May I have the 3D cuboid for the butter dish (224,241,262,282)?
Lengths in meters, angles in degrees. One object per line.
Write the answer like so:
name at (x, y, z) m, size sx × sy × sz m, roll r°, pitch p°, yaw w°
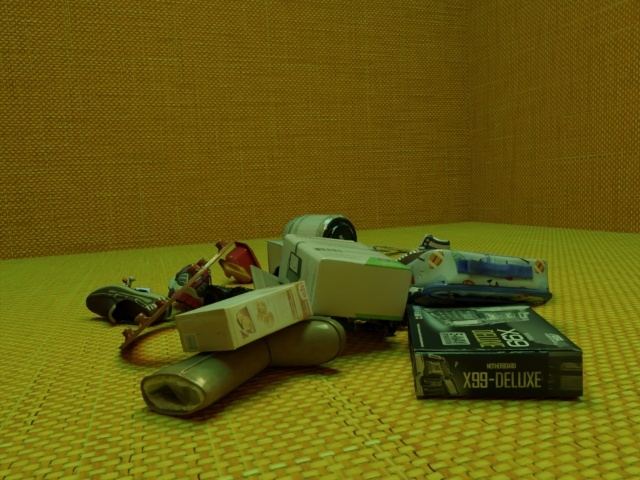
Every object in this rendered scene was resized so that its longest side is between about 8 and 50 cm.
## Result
butter dish at (-0.294, 0.096, 1.762) m, size 0.118 × 0.160 × 0.159 m, roll -31°, pitch 18°, yaw -23°

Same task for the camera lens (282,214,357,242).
camera lens at (0.000, 0.000, 2.036) m, size 0.219 × 0.220 × 0.274 m, roll -8°, pitch 8°, yaw -42°

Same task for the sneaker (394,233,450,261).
sneaker at (0.310, 0.057, 1.657) m, size 0.281 × 0.153 × 0.099 m, roll -2°, pitch 5°, yaw 8°

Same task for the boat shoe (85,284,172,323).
boat shoe at (-0.524, 0.172, 1.273) m, size 0.257 × 0.095 × 0.095 m, roll 0°, pitch 12°, yaw 19°

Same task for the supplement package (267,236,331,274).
supplement package at (-0.063, 0.072, 1.715) m, size 0.203 × 0.150 × 0.194 m, roll -5°, pitch 6°, yaw -21°

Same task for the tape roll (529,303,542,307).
tape roll at (0.479, 0.115, 1.344) m, size 0.274 × 0.090 × 0.275 m, roll -3°, pitch 5°, yaw 0°

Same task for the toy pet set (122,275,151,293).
toy pet set at (-0.495, 0.154, 1.370) m, size 0.065 × 0.122 × 0.114 m, roll -47°, pitch -5°, yaw -42°

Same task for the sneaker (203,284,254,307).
sneaker at (-0.179, 0.159, 1.207) m, size 0.130 × 0.109 × 0.286 m, roll 5°, pitch 4°, yaw -40°

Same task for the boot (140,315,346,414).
boot at (-0.112, 0.207, 0.803) m, size 0.236 × 0.089 × 0.269 m, roll -14°, pitch -1°, yaw 28°

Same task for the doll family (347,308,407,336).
doll family at (0.140, 0.172, 1.076) m, size 0.111 × 0.076 × 0.193 m, roll 5°, pitch 14°, yaw 26°

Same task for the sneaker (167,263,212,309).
sneaker at (-0.360, 0.120, 1.393) m, size 0.120 × 0.112 × 0.299 m, roll 28°, pitch -6°, yaw -17°

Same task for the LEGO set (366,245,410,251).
LEGO set at (0.288, 0.051, 2.372) m, size 0.182 × 0.060 × 0.244 m, roll 8°, pitch -2°, yaw -44°

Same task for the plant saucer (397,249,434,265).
plant saucer at (0.263, 0.108, 1.239) m, size 0.198 × 0.199 × 0.036 m, roll -3°, pitch 41°, yaw -6°

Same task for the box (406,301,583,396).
box at (0.280, 0.181, 0.859) m, size 0.242 × 0.077 × 0.307 m, roll -3°, pitch 5°, yaw 9°

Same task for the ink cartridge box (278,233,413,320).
ink cartridge box at (0.040, 0.071, 1.043) m, size 0.198 × 0.115 × 0.273 m, roll 7°, pitch 8°, yaw -19°

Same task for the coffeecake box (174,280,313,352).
coffeecake box at (-0.129, 0.130, 0.840) m, size 0.142 × 0.068 × 0.185 m, roll -15°, pitch 0°, yaw 41°

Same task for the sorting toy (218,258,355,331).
sorting toy at (-0.081, 0.132, 1.102) m, size 0.347 × 0.047 × 0.196 m, roll 27°, pitch 5°, yaw -19°

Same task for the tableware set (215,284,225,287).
tableware set at (-0.388, 0.163, 1.615) m, size 0.154 × 0.024 × 0.104 m, roll -6°, pitch 6°, yaw -21°

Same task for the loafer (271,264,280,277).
loafer at (-0.121, 0.137, 1.380) m, size 0.108 × 0.095 × 0.302 m, roll -3°, pitch 6°, yaw -2°

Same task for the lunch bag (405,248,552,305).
lunch bag at (0.330, 0.096, 1.071) m, size 0.303 × 0.115 × 0.243 m, roll 4°, pitch -16°, yaw -12°

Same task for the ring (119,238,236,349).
ring at (-0.319, 0.108, 1.077) m, size 0.336 × 0.032 × 0.336 m, roll -43°, pitch 8°, yaw 7°
